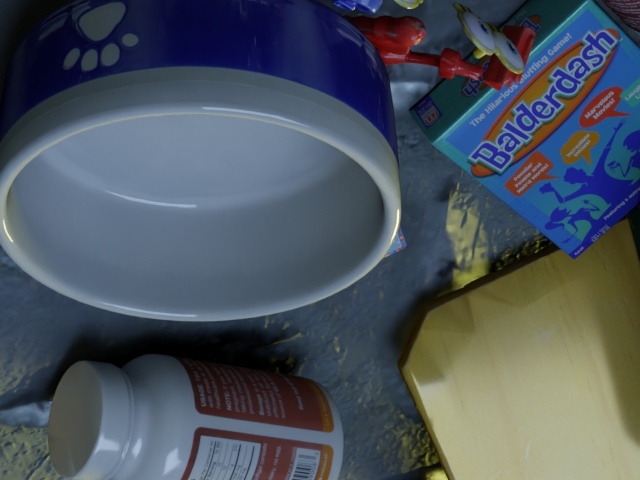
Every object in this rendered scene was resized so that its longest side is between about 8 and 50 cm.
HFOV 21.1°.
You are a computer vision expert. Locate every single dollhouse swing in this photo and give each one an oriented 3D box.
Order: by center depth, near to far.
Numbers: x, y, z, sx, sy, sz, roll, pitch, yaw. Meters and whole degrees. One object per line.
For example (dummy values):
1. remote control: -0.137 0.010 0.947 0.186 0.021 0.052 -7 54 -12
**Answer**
1. dollhouse swing: 0.238 0.159 1.570 0.347 0.305 0.315 -25 176 -4

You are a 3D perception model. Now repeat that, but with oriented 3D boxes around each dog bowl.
1. dog bowl: -0.080 -0.053 1.127 0.265 0.104 0.265 -1 149 -1

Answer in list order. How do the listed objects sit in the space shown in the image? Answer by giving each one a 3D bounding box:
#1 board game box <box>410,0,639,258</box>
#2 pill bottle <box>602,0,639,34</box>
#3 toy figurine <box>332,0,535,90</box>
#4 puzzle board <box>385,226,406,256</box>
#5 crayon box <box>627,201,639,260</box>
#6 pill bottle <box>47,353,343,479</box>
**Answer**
1. board game box: 0.194 -0.092 1.335 0.160 0.047 0.210 -43 133 14
2. pill bottle: 0.238 -0.213 1.198 0.121 0.121 0.221 -44 134 14
3. toy figurine: 0.005 -0.265 1.067 0.363 0.191 0.217 26 84 -32
4. puzzle board: 0.000 0.000 1.347 0.128 0.011 0.096 -25 135 -4
5. crayon box: 0.339 0.095 1.365 0.081 0.165 0.278 -18 96 -6
6. pill bottle: -0.099 0.155 1.358 0.216 0.121 0.121 13 122 -33
